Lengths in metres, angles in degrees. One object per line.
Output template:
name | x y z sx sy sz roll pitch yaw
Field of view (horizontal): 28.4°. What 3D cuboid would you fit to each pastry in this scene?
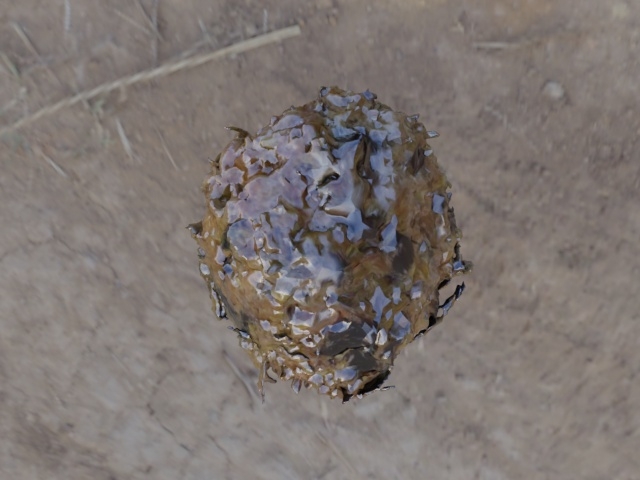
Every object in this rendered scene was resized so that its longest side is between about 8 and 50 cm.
pastry | 0.000 0.000 1.064 0.193 0.275 0.275 -3 67 38
